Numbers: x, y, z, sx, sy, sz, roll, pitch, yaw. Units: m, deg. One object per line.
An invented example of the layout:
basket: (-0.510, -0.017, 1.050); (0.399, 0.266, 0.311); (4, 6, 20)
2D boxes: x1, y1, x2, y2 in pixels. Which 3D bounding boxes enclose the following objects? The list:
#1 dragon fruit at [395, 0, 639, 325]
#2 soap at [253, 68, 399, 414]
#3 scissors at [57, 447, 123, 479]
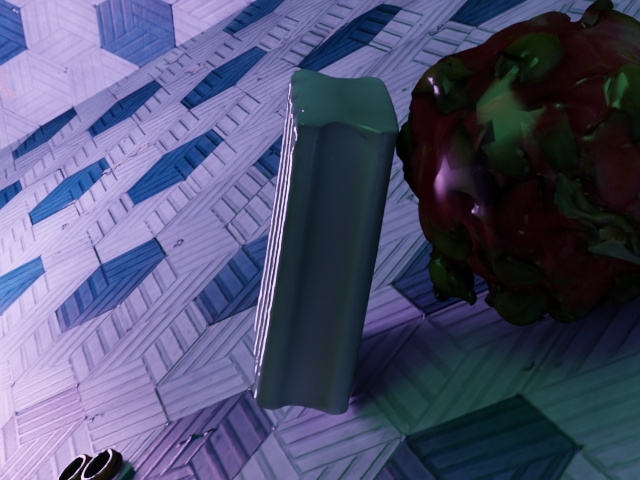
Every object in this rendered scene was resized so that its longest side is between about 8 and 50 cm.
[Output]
dragon fruit: (0.180, -0.055, 0.977); (0.231, 0.237, 0.303); (-20, 4, -14)
soap: (0.000, 0.000, 1.083); (0.088, 0.265, 0.160); (6, 23, -6)
scissors: (-0.271, 0.290, 1.209); (0.088, 0.017, 0.220); (-15, 31, 40)
